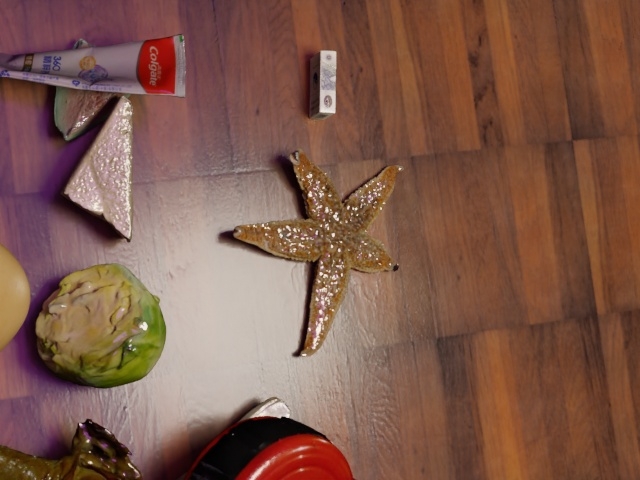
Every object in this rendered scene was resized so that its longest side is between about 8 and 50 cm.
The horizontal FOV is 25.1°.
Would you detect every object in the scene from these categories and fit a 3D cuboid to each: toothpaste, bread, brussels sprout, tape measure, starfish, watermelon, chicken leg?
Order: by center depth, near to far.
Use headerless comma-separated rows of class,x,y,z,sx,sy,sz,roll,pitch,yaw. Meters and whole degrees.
chicken leg,-0.336,0.287,1.695,0.211,0.140,0.361,-46,103,-9
tape measure,-0.066,0.345,1.747,0.253,0.114,0.260,-54,135,-17
brussels sprout,-0.261,0.113,1.751,0.151,0.122,0.149,23,69,21
toothpaste,-0.314,-0.212,1.755,0.300,0.048,0.075,0,53,2
bread,-0.243,-0.089,1.785,0.105,0.077,0.152,32,87,-9
watermelon,-0.284,-0.194,1.798,0.101,0.080,0.155,35,85,-9
starfish,-0.003,0.000,1.885,0.231,0.048,0.295,30,78,-24

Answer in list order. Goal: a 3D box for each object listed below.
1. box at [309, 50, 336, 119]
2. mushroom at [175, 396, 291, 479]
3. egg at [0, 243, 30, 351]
box,0.003,-0.205,1.902,0.024,0.054,0.083,2,84,-14
mushroom,-0.119,0.281,1.805,0.084,0.071,0.209,46,70,-1
egg,-0.454,0.068,1.647,0.244,0.201,0.201,-5,86,-30
